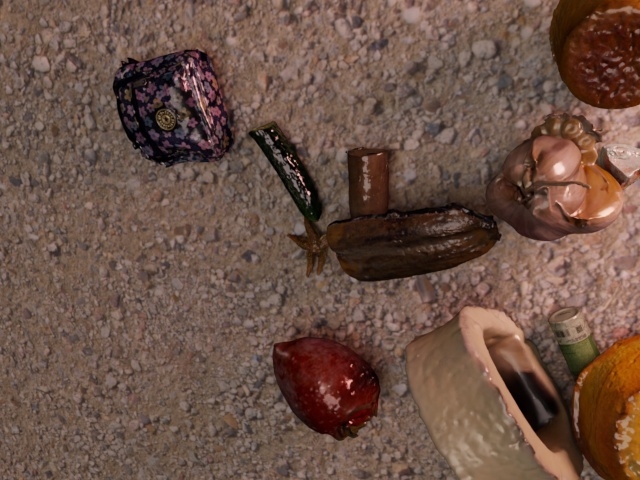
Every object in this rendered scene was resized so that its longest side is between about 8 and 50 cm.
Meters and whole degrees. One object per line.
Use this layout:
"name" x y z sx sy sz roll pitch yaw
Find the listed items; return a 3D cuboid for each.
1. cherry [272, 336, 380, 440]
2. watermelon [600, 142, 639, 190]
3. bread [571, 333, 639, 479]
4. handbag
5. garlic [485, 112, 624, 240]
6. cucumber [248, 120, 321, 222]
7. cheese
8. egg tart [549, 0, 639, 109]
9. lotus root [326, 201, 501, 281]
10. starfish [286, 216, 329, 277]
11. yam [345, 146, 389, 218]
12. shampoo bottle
"cherry" 0.004 0.282 1.336 0.249 0.192 0.175 35 82 14
"watermelon" 0.479 -0.117 1.066 0.085 0.061 0.085 5 116 11
"bread" 0.574 0.297 1.088 0.312 0.172 0.312 1 97 4
"handbag" -0.290 -0.250 1.294 0.207 0.127 0.229 -7 114 23
"garlic" 0.371 -0.111 1.035 0.207 0.257 0.207 -1 75 3
"cucumber" -0.057 -0.129 1.283 0.058 0.052 0.215 -30 96 18
"cheese" 0.298 0.276 1.161 0.153 0.292 0.332 -33 82 28
"egg tart" 0.431 -0.284 0.967 0.215 0.171 0.215 15 129 20
"lotus root" 0.158 0.019 1.187 0.329 0.078 0.167 -11 141 37
"starfish" -0.003 0.000 1.314 0.130 0.041 0.133 -25 98 26
"yam" 0.088 -0.104 1.220 0.084 0.084 0.127 3 111 21
"shampoo bottle" 0.473 0.219 1.189 0.065 0.065 0.205 -22 99 27
